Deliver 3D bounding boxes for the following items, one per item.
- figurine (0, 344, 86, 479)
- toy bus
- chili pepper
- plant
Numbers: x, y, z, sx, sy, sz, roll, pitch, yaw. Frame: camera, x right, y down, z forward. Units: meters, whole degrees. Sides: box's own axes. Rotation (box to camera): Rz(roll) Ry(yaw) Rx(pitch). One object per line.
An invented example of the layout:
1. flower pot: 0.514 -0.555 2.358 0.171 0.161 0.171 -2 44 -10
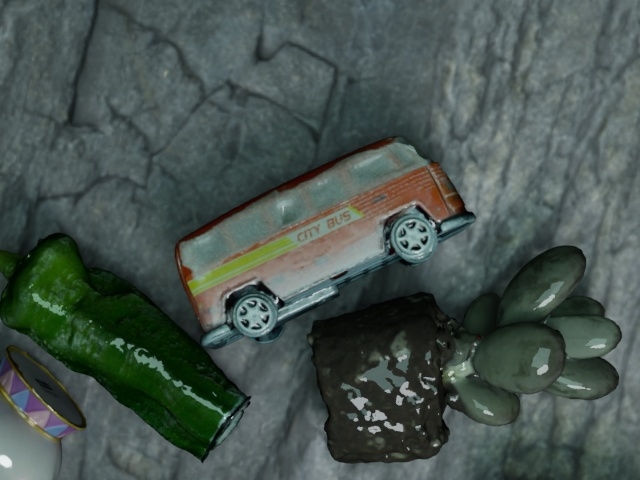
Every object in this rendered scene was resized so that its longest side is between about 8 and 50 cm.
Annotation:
1. figurine: -0.338 0.215 1.494 0.263 0.142 0.189 -42 61 3
2. toy bus: 0.000 0.000 1.501 0.265 0.121 0.120 -26 84 0
3. chili pepper: -0.186 0.087 1.497 0.270 0.136 0.099 39 91 2
4. plant: 0.127 0.108 1.495 0.274 0.149 0.146 -16 112 1
